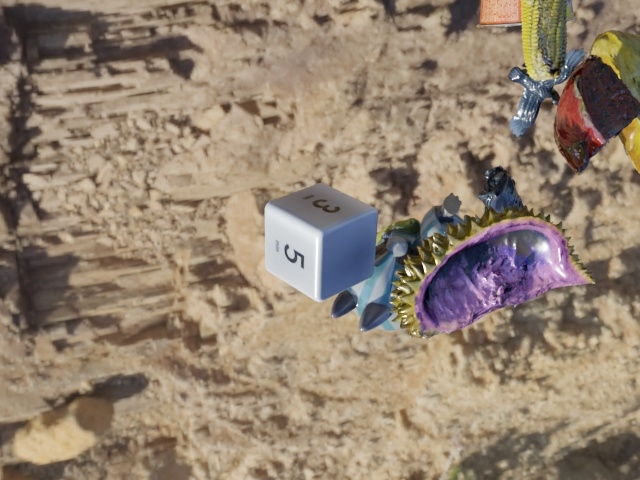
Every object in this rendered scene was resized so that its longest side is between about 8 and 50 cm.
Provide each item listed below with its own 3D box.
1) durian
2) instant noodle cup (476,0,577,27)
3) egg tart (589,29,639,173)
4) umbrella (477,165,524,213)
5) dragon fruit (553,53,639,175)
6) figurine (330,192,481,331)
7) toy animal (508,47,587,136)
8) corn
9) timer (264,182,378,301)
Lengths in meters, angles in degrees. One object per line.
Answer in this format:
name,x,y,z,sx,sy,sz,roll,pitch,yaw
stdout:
durian,0.211,0.031,1.145,0.261,0.153,0.186,-25,-167,-11
instant noodle cup,0.433,-0.545,1.695,0.213,0.174,0.213,-5,-163,1
egg tart,0.580,-0.236,1.387,0.128,0.318,0.319,-23,157,11
umbrella,0.346,-0.032,1.434,0.071,0.080,0.224,-6,134,42
dragon fruit,0.379,-0.172,1.187,0.121,0.127,0.161,-29,162,-31
figurine,0.215,0.115,2.003,0.361,0.266,0.377,-48,-175,43
toy animal,0.400,-0.281,1.468,0.062,0.108,0.220,-27,162,-39
corn,0.332,-0.341,1.191,0.072,0.203,0.072,-3,-173,0
timer,0.000,0.000,1.883,0.192,0.195,0.194,-23,128,-37
